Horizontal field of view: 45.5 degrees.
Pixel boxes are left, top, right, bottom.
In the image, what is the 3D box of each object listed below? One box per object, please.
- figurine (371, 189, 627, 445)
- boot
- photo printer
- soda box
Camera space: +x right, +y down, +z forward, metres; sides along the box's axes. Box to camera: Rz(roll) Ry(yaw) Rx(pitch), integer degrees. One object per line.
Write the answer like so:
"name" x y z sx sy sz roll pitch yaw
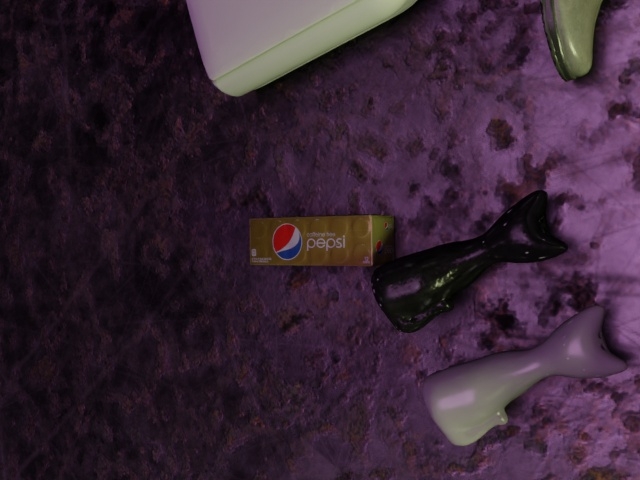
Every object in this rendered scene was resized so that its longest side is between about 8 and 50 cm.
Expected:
"figurine" 0.189 0.082 0.809 0.209 0.092 0.214 -30 76 26
"boot" 0.299 -0.284 0.733 0.161 0.083 0.246 1 93 27
"photo printer" -0.028 -0.349 0.923 0.308 0.107 0.256 -19 81 32
"soda box" 0.000 0.000 0.941 0.181 0.058 0.061 -1 90 33
